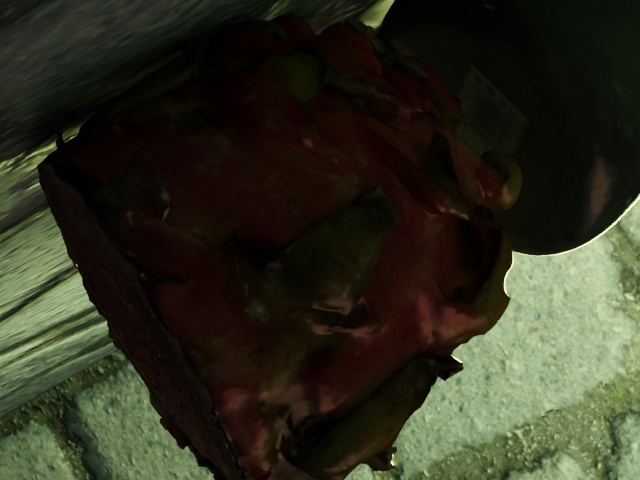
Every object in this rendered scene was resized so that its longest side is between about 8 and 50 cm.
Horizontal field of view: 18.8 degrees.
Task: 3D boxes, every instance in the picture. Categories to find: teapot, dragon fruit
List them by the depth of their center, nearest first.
[{"bbox_3d":[0.000,0.000,1.211,0.263,0.296,0.314,-31,-174,-13],"label":"dragon fruit"},{"bbox_3d":[0.200,-0.177,1.396,0.285,0.305,0.223,-35,-138,-30],"label":"teapot"}]

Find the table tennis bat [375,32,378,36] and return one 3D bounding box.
[{"bbox_3d":[0.027,-0.092,1.472,0.107,0.119,0.170,-30,175,41],"label":"table tennis bat"}]
